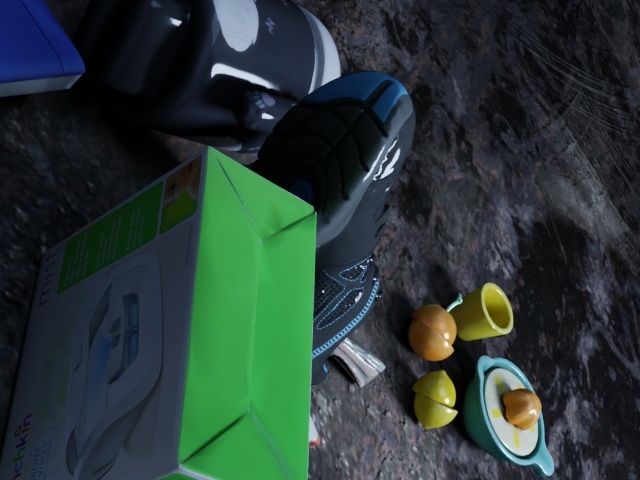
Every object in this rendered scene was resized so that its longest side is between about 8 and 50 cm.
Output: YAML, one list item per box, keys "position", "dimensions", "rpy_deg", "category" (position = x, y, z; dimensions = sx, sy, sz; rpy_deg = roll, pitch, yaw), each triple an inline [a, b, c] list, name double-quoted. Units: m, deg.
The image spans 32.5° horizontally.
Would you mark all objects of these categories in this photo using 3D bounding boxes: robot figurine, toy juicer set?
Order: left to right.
- position: [-0.107, -0.178, 1.104]
  dimensions: [0.278, 0.174, 0.209]
  rpy_deg: [11, 64, -48]
  category: "robot figurine"
- position: [0.205, 0.212, 1.317]
  dimensions: [0.209, 0.089, 0.328]
  rpy_deg: [0, 70, -51]
  category: "toy juicer set"

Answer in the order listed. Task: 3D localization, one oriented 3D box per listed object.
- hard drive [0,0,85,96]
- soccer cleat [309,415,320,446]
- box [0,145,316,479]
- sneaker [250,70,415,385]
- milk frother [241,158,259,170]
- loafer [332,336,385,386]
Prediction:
- position: [-0.354, -0.198, 0.868]
  dimensions: [0.210, 0.040, 0.319]
  rpy_deg: [55, 30, 7]
  category: "hard drive"
- position: [-0.065, 0.203, 1.015]
  dimensions: [0.076, 0.068, 0.196]
  rpy_deg: [54, 30, -5]
  category: "soccer cleat"
- position: [-0.125, 0.100, 0.857]
  dimensions: [0.127, 0.231, 0.261]
  rpy_deg: [31, 48, -37]
  category: "box"
- position: [0.000, 0.000, 0.992]
  dimensions: [0.140, 0.340, 0.125]
  rpy_deg: [8, 34, -38]
  category: "sneaker"
- position: [-0.067, -0.003, 1.073]
  dimensions: [0.129, 0.135, 0.143]
  rpy_deg: [-17, 83, -53]
  category: "milk frother"
- position: [0.017, 0.117, 1.186]
  dimensions: [0.125, 0.039, 0.045]
  rpy_deg: [39, 2, -27]
  category: "loafer"
